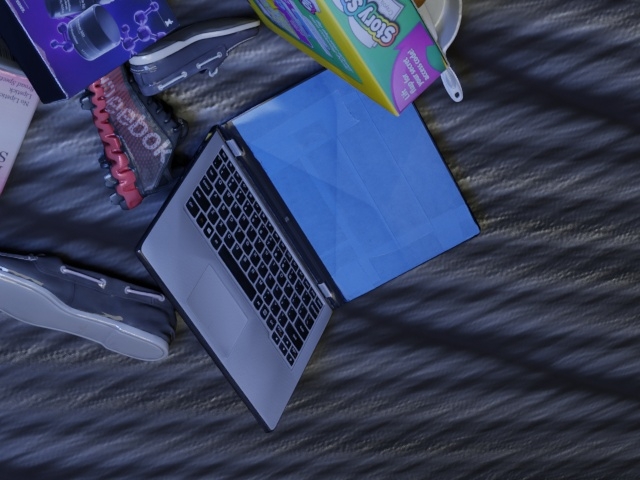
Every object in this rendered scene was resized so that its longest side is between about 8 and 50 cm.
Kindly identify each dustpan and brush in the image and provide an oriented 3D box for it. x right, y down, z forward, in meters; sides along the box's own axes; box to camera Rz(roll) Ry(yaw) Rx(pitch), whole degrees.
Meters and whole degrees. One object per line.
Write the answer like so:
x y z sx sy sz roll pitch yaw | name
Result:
0.154 -0.293 1.896 0.147 0.060 0.211 -29 122 0 | dustpan and brush

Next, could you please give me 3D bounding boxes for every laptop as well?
0.000 0.000 1.911 0.236 0.408 0.382 -7 130 35 | laptop

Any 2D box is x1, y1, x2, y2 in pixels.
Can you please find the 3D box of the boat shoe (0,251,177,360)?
-0.364 0.078 1.944 0.335 0.095 0.112 25 144 -23 | boat shoe

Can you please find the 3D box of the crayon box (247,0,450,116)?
-0.035 -0.352 1.606 0.106 0.313 0.363 -46 137 -5 | crayon box

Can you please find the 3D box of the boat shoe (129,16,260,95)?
-0.166 -0.251 1.790 0.206 0.075 0.065 -26 118 -33 | boat shoe

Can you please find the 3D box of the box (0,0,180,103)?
-0.326 -0.329 1.642 0.184 0.103 0.261 -39 110 -24 | box

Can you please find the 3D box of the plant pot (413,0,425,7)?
0.125 -0.412 1.756 0.188 0.205 0.205 -24 123 -21 | plant pot

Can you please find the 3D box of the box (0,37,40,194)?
-0.474 -0.152 1.749 0.148 0.127 0.232 17 112 -25 | box

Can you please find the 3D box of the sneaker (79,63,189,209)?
-0.256 -0.177 1.818 0.135 0.097 0.276 -17 123 -7 | sneaker
